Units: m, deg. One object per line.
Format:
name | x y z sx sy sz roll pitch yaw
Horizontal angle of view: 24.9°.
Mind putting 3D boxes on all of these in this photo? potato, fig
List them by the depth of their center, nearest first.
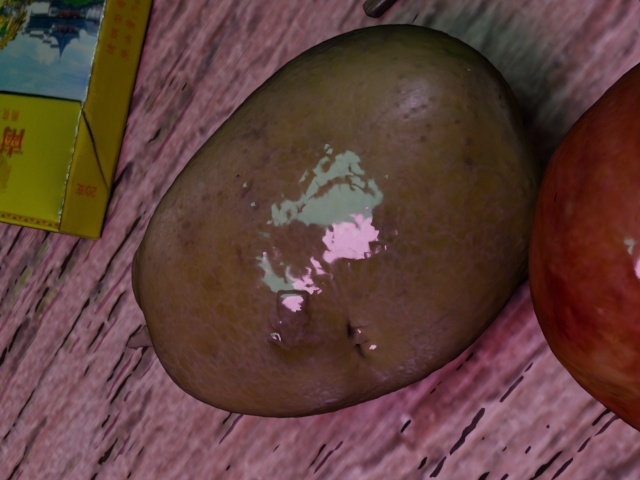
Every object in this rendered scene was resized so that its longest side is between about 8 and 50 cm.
fig | 0.183 -0.001 0.591 0.205 0.205 0.205 -10 74 38
potato | 0.000 0.000 0.755 0.251 0.159 0.174 -33 34 16

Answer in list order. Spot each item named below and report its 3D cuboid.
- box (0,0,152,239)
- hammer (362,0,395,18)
box | -0.193 -0.176 1.022 0.187 0.047 0.335 10 88 40
hammer | 0.126 -0.217 0.782 0.292 0.029 0.058 -41 55 27
